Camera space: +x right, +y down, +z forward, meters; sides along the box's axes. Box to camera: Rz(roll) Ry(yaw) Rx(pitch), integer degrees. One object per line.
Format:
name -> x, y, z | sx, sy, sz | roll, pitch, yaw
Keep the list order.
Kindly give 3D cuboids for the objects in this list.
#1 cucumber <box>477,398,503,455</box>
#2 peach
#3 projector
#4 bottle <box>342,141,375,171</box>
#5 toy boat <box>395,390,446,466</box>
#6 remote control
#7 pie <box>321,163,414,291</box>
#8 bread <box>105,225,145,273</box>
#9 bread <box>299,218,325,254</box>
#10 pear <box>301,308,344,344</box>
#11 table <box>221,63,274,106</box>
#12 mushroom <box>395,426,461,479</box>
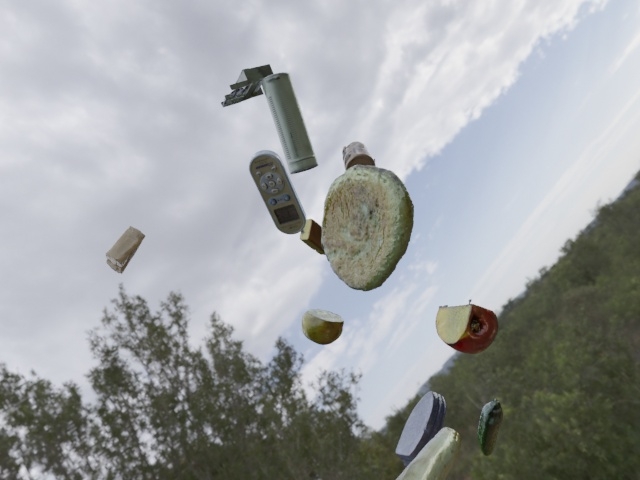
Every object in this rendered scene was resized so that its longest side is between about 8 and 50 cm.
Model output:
cucumber -> 0.451, 0.492, 1.424 | 0.056, 0.056, 0.250 | -32, -44, -32
peach -> 0.486, 0.301, 1.797 | 0.267, 0.159, 0.153 | -28, 42, 69
projector -> -0.105, -0.401, 1.841 | 0.108, 0.337, 0.108 | -17, 4, 1
bottle -> 0.113, -0.243, 1.605 | 0.099, 0.099, 0.152 | -53, 20, 21
toy boat -> 0.365, 0.660, 1.887 | 0.127, 0.078, 0.282 | -29, 24, 56
remote control -> -0.107, -0.121, 1.363 | 0.087, 0.047, 0.244 | -18, -59, 9
pie -> 0.101, -0.031, 1.266 | 0.071, 0.323, 0.323 | 0, -44, -34
bread -> -0.728, 0.035, 1.999 | 0.152, 0.077, 0.105 | -55, -1, -30
bread -> 0.000, 0.000, 1.960 | 0.226, 0.049, 0.087 | 40, -128, -53
pear -> 0.005, 0.283, 1.704 | 0.141, 0.141, 0.103 | -5, -74, -60
table -> -0.268, -0.552, 1.902 | 0.176, 0.062, 0.146 | -23, -1, -25
mushroom -> 0.201, 0.484, 1.068 | 0.333, 0.087, 0.107 | -16, -38, -58
